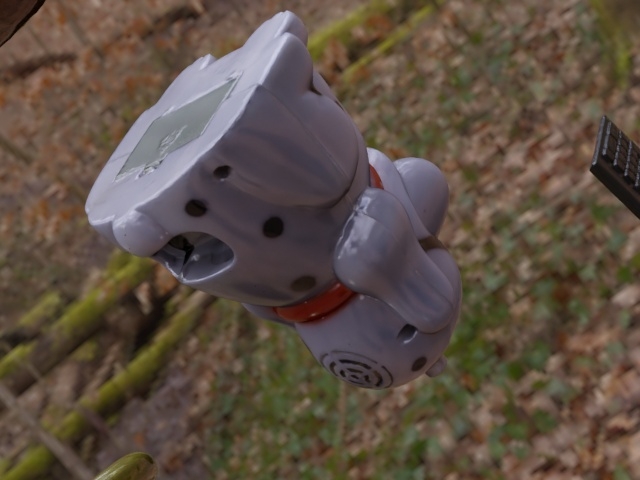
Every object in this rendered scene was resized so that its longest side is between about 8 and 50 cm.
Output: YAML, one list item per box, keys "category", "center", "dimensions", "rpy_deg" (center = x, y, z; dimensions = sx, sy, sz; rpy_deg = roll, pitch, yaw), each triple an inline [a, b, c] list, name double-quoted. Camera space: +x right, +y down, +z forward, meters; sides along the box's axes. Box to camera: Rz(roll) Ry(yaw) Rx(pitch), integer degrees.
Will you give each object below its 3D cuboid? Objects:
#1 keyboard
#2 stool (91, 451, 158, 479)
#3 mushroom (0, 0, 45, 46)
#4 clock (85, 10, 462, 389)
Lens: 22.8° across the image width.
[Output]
- category: "keyboard"
  center: [0.230, 0.010, 0.921]
  dimensions: [0.011, 0.202, 0.067]
  rpy_deg: [-41, 12, 33]
- category: "stool"
  center: [-0.076, 0.166, 0.683]
  dimensions: [0.134, 0.110, 0.135]
  rpy_deg: [-52, -7, 10]
- category: "mushroom"
  center: [-0.156, -0.135, 0.497]
  dimensions: [0.231, 0.138, 0.194]
  rpy_deg: [-42, 60, 5]
- category: "clock"
  center: [-0.001, -0.004, 1.036]
  dimensions: [0.189, 0.254, 0.189]
  rpy_deg: [-42, 25, 24]
